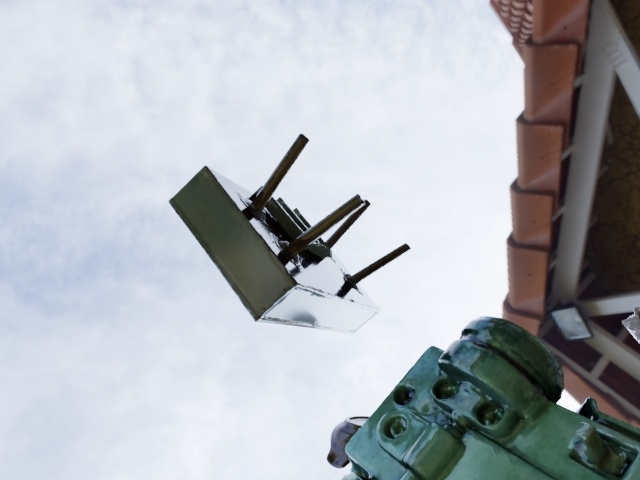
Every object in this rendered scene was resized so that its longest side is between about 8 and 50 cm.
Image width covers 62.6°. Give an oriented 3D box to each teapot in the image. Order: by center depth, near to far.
[{"bbox_3d":[0.062,0.290,0.729,0.129,0.098,0.078,16,-100,-48],"label":"teapot"}]

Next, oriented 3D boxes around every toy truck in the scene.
[{"bbox_3d":[0.135,0.156,0.277,0.155,0.279,0.156,-46,-60,-17],"label":"toy truck"}]

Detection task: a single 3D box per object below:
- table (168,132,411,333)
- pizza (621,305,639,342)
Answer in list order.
[{"bbox_3d":[0.000,0.000,0.476,0.111,0.240,0.121,-43,-112,7],"label":"table"},{"bbox_3d":[0.469,0.062,0.607,0.086,0.305,0.161,19,-116,-3],"label":"pizza"}]
